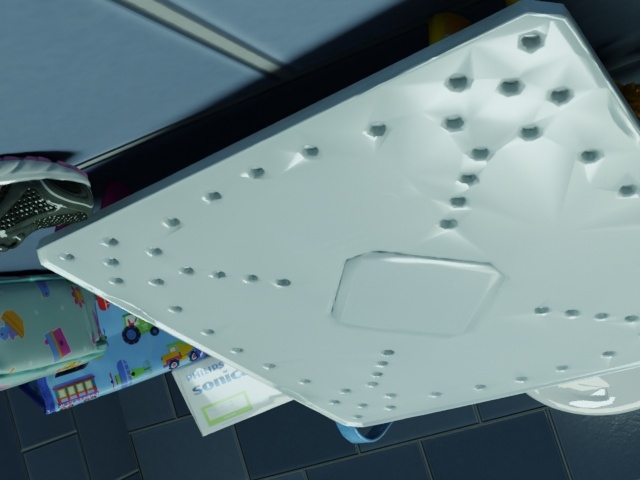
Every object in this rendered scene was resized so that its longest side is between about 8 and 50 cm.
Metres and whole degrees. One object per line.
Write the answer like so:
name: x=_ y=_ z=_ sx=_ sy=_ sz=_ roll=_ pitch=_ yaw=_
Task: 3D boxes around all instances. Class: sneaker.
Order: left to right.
sneaker: x=-0.212 y=0.006 z=0.451 sx=0.178 sy=0.077 sz=0.072 roll=-15 pitch=175 yaw=-32

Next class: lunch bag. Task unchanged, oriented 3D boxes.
lunch bag: x=-0.372 y=0.114 z=0.844 sx=0.224 sy=0.107 sz=0.279 roll=-19 pitch=174 yaw=17
lunch bag: x=-0.334 y=0.135 z=1.162 sx=0.221 sy=0.138 sz=0.293 roll=-17 pitch=-176 yaw=-33

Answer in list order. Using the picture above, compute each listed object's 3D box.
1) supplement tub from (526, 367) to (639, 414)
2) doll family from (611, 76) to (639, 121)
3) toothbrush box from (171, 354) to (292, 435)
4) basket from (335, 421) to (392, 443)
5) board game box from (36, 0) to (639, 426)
supplement tub: x=0.334 y=0.035 z=1.031 sx=0.228 sy=0.228 sz=0.316 roll=-20 pitch=-149 yaw=22
doll family: x=0.267 y=-0.100 z=0.690 sx=0.263 sy=0.118 sz=0.163 roll=14 pitch=-168 yaw=7
toothbrush box: x=-0.117 y=0.148 z=1.269 sx=0.206 sy=0.122 sz=0.283 roll=-22 pitch=-161 yaw=-4
basket: x=0.063 y=0.058 z=0.963 sx=0.201 sy=0.254 sz=0.289 roll=-16 pitch=-165 yaw=45
board game box: x=0.068 y=0.022 z=0.601 sx=0.390 sy=0.050 sz=0.390 roll=-21 pitch=140 yaw=32
